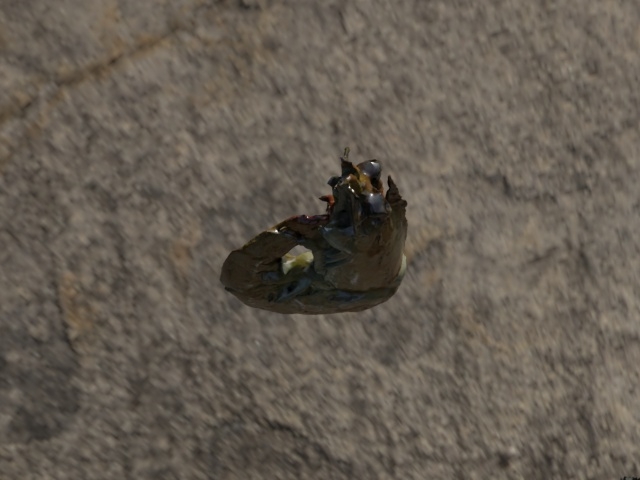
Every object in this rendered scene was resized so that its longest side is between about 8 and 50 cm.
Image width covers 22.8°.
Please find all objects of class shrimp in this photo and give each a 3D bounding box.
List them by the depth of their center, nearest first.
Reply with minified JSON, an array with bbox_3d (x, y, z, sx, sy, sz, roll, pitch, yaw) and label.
[{"bbox_3d":[0.000,0.000,0.815,0.099,0.180,0.041,2,67,-7],"label":"shrimp"}]

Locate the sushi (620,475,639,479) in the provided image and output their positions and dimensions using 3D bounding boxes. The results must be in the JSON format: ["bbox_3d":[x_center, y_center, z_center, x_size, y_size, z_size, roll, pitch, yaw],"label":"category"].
[{"bbox_3d":[0.341,0.344,1.570,0.040,0.192,0.210,20,97,52],"label":"sushi"}]
